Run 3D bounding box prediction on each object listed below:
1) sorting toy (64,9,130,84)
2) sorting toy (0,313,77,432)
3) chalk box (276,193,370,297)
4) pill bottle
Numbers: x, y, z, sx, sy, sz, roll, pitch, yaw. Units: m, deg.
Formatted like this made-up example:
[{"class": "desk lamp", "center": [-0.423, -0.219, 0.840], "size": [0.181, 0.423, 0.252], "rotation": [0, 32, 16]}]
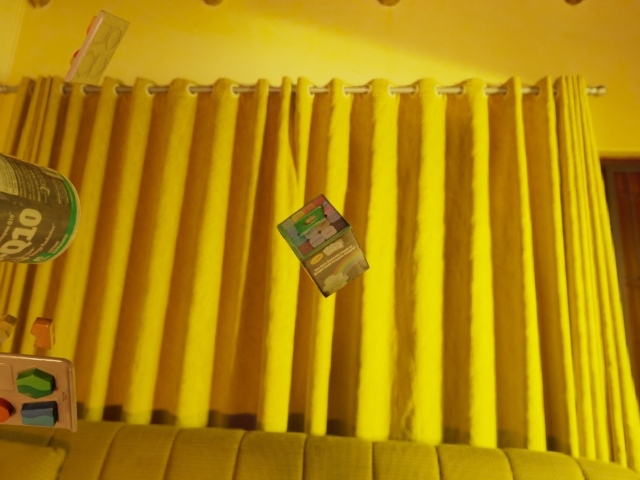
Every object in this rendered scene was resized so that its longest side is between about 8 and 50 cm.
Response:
[{"class": "sorting toy", "center": [-0.571, -0.488, 1.290], "size": [0.038, 0.193, 0.208], "rotation": [33, 12, -12]}, {"class": "sorting toy", "center": [-0.584, 0.262, 0.962], "size": [0.229, 0.041, 0.307], "rotation": [11, -57, -8]}, {"class": "chalk box", "center": [0.000, 0.000, 1.122], "size": [0.132, 0.132, 0.213], "rotation": [-34, -42, -4]}, {"class": "pill bottle", "center": [-0.622, -0.069, 0.887], "size": [0.204, 0.204, 0.361], "rotation": [-1, -6, 14]}]
